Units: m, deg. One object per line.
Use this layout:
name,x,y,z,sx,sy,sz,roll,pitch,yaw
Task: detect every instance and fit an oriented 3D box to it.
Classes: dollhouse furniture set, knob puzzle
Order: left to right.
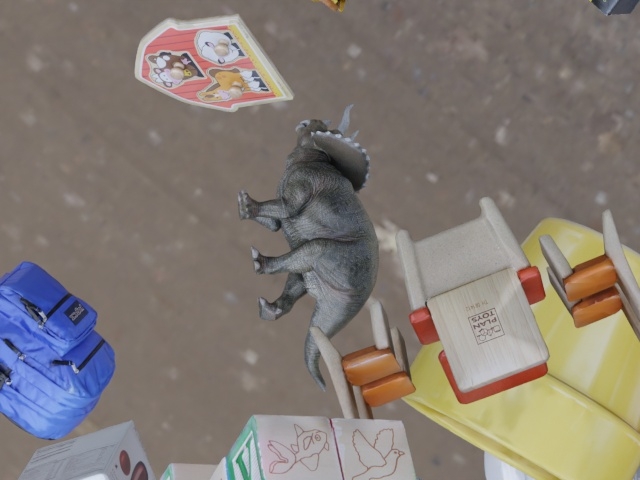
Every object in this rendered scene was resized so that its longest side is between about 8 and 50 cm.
knob puzzle,-0.156,-0.218,2.047,0.213,0.030,0.213,8,151,4
dollhouse furniture set,0.133,0.082,1.254,0.262,0.135,0.259,-22,156,5

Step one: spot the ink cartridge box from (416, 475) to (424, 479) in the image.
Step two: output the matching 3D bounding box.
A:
ink cartridge box,0.110,0.381,1.949,0.145,0.045,0.179,33,119,-25

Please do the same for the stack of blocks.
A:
stack of blocks,-0.041,0.210,0.883,0.087,0.171,0.297,5,142,-23

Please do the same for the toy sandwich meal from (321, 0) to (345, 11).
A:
toy sandwich meal,-0.006,-0.242,1.482,0.085,0.029,0.085,37,180,0

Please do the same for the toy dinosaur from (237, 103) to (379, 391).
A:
toy dinosaur,0.000,0.000,1.716,0.121,0.160,0.314,108,150,-74

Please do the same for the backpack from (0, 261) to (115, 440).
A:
backpack,-0.215,0.086,1.196,0.120,0.098,0.101,41,120,-3

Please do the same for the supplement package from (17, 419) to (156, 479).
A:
supplement package,-0.300,0.377,2.101,0.149,0.203,0.194,-18,102,8

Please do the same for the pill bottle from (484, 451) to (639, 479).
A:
pill bottle,0.345,0.265,1.891,0.278,0.162,0.162,-7,126,43

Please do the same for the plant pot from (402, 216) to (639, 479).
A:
plant pot,0.245,0.118,1.627,0.254,0.239,0.254,30,173,4

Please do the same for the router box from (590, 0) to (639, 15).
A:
router box,0.257,-0.300,1.333,0.133,0.046,0.179,48,125,24
